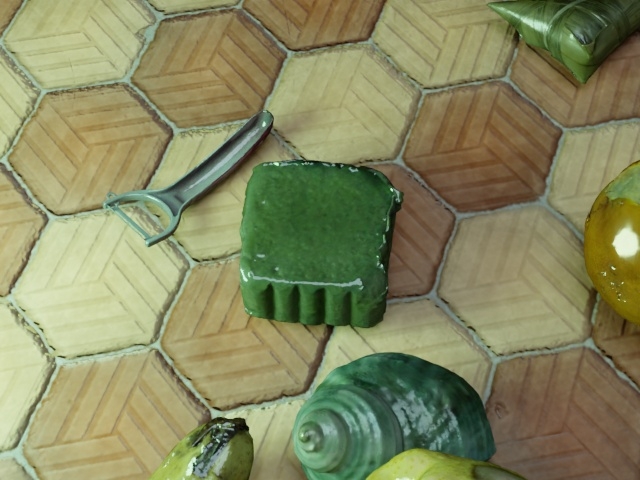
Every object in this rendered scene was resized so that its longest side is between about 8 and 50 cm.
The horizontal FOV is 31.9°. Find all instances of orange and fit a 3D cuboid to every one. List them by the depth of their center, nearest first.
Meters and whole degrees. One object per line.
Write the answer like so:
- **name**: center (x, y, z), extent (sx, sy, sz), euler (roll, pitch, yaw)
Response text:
- **orange**: center (0.469, 0.005, 1.485), extent (0.240, 0.240, 0.240), euler (0, 61, 0)

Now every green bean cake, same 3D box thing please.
- **green bean cake**: center (0.000, 0.000, 1.541), extent (0.222, 0.125, 0.227), euler (3, 59, 4)

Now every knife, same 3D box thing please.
- **knife**: center (-0.179, -0.100, 1.635), extent (0.278, 0.053, 0.123), euler (-39, 63, -21)

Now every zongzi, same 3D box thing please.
- **zongzi**: center (0.402, -0.371, 1.777), extent (0.204, 0.094, 0.205), euler (36, 62, 27)

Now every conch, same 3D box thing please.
- **conch**: center (0.070, 0.236, 1.383), extent (0.220, 0.277, 0.195), euler (32, 106, 45)

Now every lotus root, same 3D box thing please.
- **lotus root**: center (-0.173, 0.323, 1.373), extent (0.258, 0.097, 0.110), euler (-46, 36, -12)

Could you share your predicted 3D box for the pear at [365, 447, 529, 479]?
- **pear**: center (0.147, 0.357, 1.226), extent (0.271, 0.271, 0.271), euler (0, 61, 0)
